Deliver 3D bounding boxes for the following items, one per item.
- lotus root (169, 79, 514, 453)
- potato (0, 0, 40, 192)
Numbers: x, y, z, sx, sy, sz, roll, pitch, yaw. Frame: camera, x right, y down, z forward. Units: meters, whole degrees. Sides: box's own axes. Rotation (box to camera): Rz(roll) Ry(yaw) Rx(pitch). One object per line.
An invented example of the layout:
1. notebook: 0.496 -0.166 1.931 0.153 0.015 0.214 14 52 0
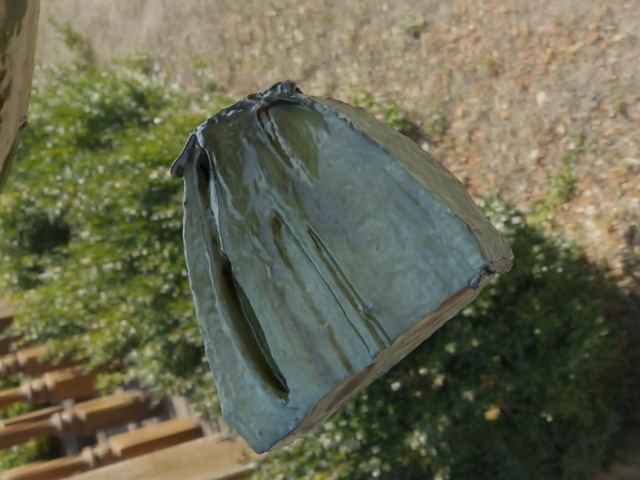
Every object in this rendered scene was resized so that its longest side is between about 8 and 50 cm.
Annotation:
1. lotus root: 0.003 -0.001 0.498 0.143 0.070 0.144 -33 77 23
2. potato: -0.223 -0.112 0.448 0.202 0.218 0.351 76 -154 -67
